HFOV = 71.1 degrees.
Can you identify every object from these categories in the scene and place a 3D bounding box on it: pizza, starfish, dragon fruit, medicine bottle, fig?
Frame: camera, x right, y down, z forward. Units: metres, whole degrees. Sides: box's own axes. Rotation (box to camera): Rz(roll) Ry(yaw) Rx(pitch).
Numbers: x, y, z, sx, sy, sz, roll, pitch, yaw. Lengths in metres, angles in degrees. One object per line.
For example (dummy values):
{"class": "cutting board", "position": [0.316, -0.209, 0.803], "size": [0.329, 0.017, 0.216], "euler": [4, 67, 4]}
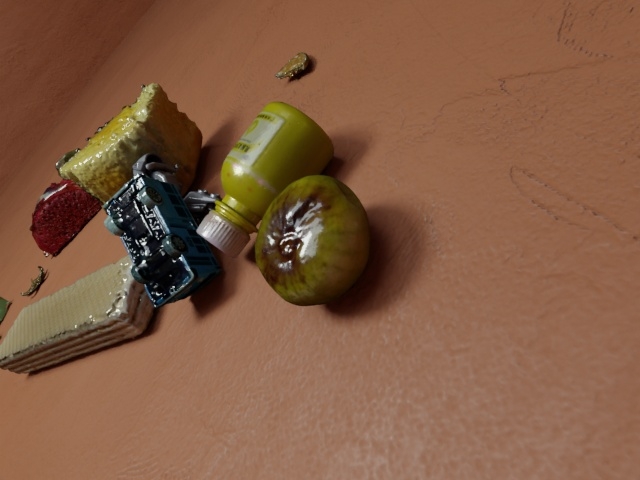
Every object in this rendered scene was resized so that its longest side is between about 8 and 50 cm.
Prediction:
{"class": "pizza", "position": [-0.054, -0.343, 0.897], "size": [0.078, 0.025, 0.083], "euler": [-26, 37, 19]}
{"class": "starfish", "position": [-0.760, 0.114, 1.183], "size": [0.091, 0.028, 0.078], "euler": [-46, 33, 8]}
{"class": "dragon fruit", "position": [-0.712, -0.098, 1.233], "size": [0.274, 0.126, 0.161], "euler": [-44, 40, 5]}
{"class": "medicine bottle", "position": [-0.086, -0.079, 0.635], "size": [0.212, 0.122, 0.122], "euler": [-54, 39, -7]}
{"class": "fig", "position": [-0.007, -0.002, 0.499], "size": [0.136, 0.121, 0.152], "euler": [0, 59, 38]}

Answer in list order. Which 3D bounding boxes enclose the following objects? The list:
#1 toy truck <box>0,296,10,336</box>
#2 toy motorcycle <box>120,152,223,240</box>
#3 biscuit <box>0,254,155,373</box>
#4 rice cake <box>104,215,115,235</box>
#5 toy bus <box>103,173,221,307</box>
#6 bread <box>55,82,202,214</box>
{"class": "toy truck", "position": [-0.869, 0.219, 1.176], "size": [0.081, 0.067, 0.175], "euler": [-23, 42, 21]}
{"class": "toy motorcycle", "position": [-0.255, -0.078, 0.777], "size": [0.215, 0.080, 0.122], "euler": [18, 103, 20]}
{"class": "biscuit", "position": [-0.455, 0.143, 0.834], "size": [0.426, 0.078, 0.144], "euler": [-20, 46, 30]}
{"class": "rice cake", "position": [-0.397, -0.100, 0.990], "size": [0.069, 0.063, 0.206], "euler": [9, 66, 44]}
{"class": "toy bus", "position": [-0.233, 0.002, 0.676], "size": [0.090, 0.106, 0.184], "euler": [-36, 75, 15]}
{"class": "bread", "position": [-0.339, -0.155, 0.885], "size": [0.163, 0.204, 0.262], "euler": [28, 74, 41]}
